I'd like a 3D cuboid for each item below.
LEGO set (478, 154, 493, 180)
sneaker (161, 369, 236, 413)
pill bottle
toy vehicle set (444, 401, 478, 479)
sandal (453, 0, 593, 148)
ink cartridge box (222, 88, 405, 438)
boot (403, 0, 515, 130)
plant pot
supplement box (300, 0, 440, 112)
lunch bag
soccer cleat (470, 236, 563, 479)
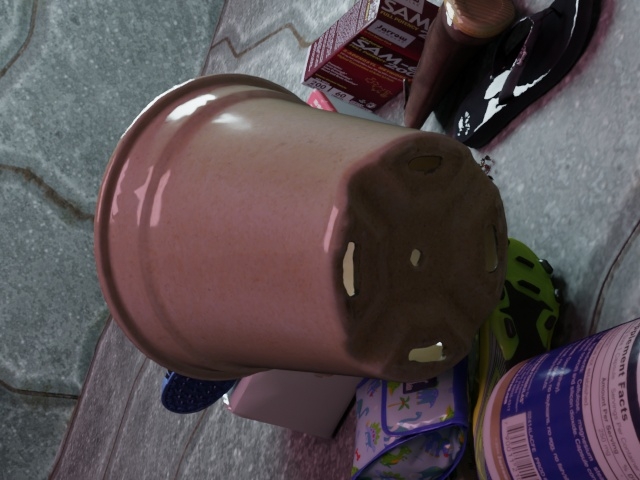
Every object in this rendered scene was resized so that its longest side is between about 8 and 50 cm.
[{"bbox_3d":[0.194,-0.065,1.259,0.054,0.023,0.083,-27,34,57],"label":"LEGO set"},{"bbox_3d":[-0.131,0.120,1.353,0.232,0.081,0.090,-52,26,23],"label":"sneaker"},{"bbox_3d":[0.252,0.130,0.764,0.264,0.153,0.153,-34,41,55],"label":"pill bottle"},{"bbox_3d":[0.112,0.264,1.131,0.166,0.035,0.267,-54,26,33],"label":"toy vehicle set"},{"bbox_3d":[0.229,-0.202,1.243,0.254,0.054,0.097,-50,29,40],"label":"sandal"},{"bbox_3d":[0.001,0.028,1.434,0.385,0.160,0.279,-62,24,18],"label":"ink cartridge box"},{"bbox_3d":[0.165,-0.224,1.341,0.248,0.090,0.207,-70,3,-64],"label":"boot"},{"bbox_3d":[0.000,0.000,1.029,0.305,0.334,0.334,8,78,50],"label":"plant pot"},{"bbox_3d":[0.083,-0.280,1.557,0.239,0.130,0.073,-31,43,59],"label":"supplement box"},{"bbox_3d":[0.099,0.171,1.063,0.151,0.096,0.129,-48,25,38],"label":"lunch bag"},{"bbox_3d":[0.178,0.124,1.027,0.121,0.093,0.289,-49,29,46],"label":"soccer cleat"}]
